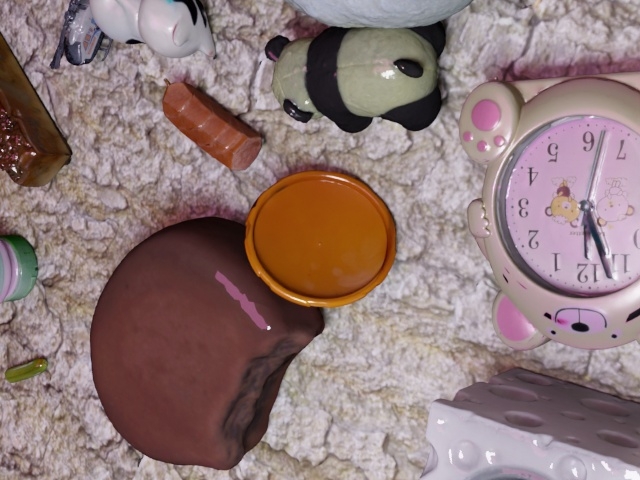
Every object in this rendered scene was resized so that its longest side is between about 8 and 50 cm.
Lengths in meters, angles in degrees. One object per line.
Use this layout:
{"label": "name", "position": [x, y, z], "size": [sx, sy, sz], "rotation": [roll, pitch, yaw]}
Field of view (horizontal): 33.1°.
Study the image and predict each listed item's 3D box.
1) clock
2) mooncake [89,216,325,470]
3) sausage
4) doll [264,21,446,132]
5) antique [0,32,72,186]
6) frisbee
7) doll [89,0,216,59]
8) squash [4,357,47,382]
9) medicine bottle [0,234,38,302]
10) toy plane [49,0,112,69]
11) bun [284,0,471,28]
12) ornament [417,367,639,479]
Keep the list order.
{"label": "clock", "position": [0.298, -0.030, 1.177], "size": [0.284, 0.114, 0.310], "rotation": [0, 94, 31]}
{"label": "mooncake", "position": [-0.145, 0.132, 1.430], "size": [0.333, 0.174, 0.326], "rotation": [-1, 96, 29]}
{"label": "sausage", "position": [-0.159, -0.163, 1.483], "size": [0.169, 0.065, 0.065], "rotation": [38, 112, 25]}
{"label": "doll", "position": [0.045, -0.206, 1.313], "size": [0.234, 0.135, 0.144], "rotation": [3, 93, 36]}
{"label": "antique", "position": [-0.507, -0.225, 1.679], "size": [0.087, 0.093, 0.310], "rotation": [-41, 73, 27]}
{"label": "frisbee", "position": [0.000, 0.000, 1.353], "size": [0.192, 0.192, 0.035], "rotation": [51, 160, 19]}
{"label": "doll", "position": [-0.234, -0.316, 1.493], "size": [0.180, 0.110, 0.107], "rotation": [21, 105, 27]}
{"label": "squash", "position": [-0.468, 0.207, 1.723], "size": [0.083, 0.027, 0.027], "rotation": [-19, 83, 30]}
{"label": "medicine bottle", "position": [-0.563, 0.050, 1.626], "size": [0.133, 0.274, 0.133], "rotation": [1, 93, 33]}
{"label": "toy plane", "position": [-0.339, -0.333, 1.578], "size": [0.053, 0.078, 0.197], "rotation": [17, 87, 33]}
{"label": "bun", "position": [0.075, -0.408, 1.224], "size": [0.361, 0.211, 0.362], "rotation": [-2, 85, 28]}
{"label": "ornament", "position": [0.251, 0.297, 1.153], "size": [0.239, 0.239, 0.240], "rotation": [15, 101, 30]}
